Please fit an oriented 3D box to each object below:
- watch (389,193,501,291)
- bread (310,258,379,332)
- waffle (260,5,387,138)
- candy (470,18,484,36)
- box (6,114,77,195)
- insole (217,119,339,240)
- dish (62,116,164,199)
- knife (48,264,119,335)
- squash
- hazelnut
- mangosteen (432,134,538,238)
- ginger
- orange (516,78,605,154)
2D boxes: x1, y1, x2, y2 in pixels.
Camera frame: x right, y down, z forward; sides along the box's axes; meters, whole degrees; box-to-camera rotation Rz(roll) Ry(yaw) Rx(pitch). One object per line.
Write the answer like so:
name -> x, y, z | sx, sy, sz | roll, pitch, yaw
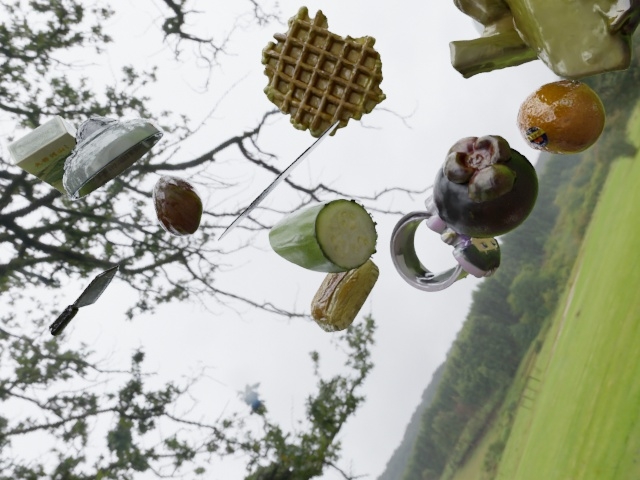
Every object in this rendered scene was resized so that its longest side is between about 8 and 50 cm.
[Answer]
watch -> 0.287, 0.028, 1.316 | 0.196, 0.244, 0.231 | -13, -29, -50
bread -> 0.064, 0.143, 1.550 | 0.106, 0.140, 0.236 | 44, -117, -22
waffle -> 0.007, -0.398, 1.293 | 0.281, 0.301, 0.058 | -43, -1, 9
candy -> 0.431, -0.574, 1.094 | 0.386, 0.186, 0.427 | -42, -22, 1
box -> -0.728, -0.232, 1.557 | 0.164, 0.069, 0.256 | -33, -17, -2
insole -> -0.068, -0.113, 0.971 | 0.328, 0.007, 0.111 | -48, 5, -24
dish -> -0.528, -0.230, 1.322 | 0.273, 0.134, 0.273 | -37, 10, 7
knife -> -0.444, 0.111, 1.042 | 0.230, 0.028, 0.060 | -42, -16, 28
squash -> 0.000, 0.000, 1.372 | 0.260, 0.189, 0.189 | -21, 34, 58
hazelnut -> -0.508, -0.125, 1.921 | 0.180, 0.212, 0.181 | 10, -45, -31
mangosteen -> 0.309, -0.103, 1.047 | 0.210, 0.209, 0.210 | -53, -25, -38
ginger -> 0.274, -0.387, 0.746 | 0.211, 0.358, 0.413 | -44, 19, 46
orange -> 0.512, -0.260, 1.170 | 0.177, 0.177, 0.155 | 24, -100, -71
